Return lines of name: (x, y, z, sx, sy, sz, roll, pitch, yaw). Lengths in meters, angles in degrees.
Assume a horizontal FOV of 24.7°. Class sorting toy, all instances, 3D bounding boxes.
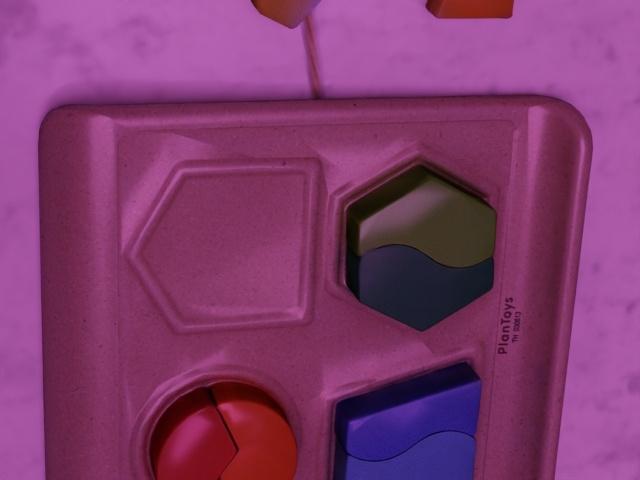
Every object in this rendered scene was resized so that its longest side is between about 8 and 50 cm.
sorting toy: (0.000, 0.000, 0.606, 0.229, 0.041, 0.307, -1, 111, -11)
